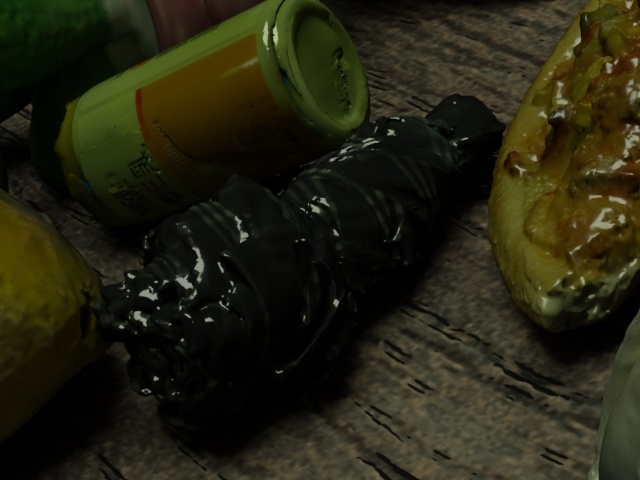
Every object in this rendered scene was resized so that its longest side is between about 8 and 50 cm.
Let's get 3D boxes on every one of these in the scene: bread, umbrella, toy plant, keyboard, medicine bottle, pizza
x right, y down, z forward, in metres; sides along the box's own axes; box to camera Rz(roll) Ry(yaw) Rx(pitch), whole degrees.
[{"bbox_3d":[-0.237,0.046,1.122,0.170,0.197,0.197,-51,37,-1],"label":"bread"},{"bbox_3d":[-0.011,-0.002,1.160,0.154,0.128,0.336,19,41,24],"label":"umbrella"},{"bbox_3d":[-0.195,-0.184,1.460,0.356,0.211,0.317,-37,9,-25],"label":"toy plant"},{"bbox_3d":[0.041,-0.043,1.282,0.195,0.018,0.060,-8,37,18],"label":"keyboard"},{"bbox_3d":[-0.088,-0.088,1.278,0.239,0.124,0.124,-22,27,33],"label":"medicine bottle"},{"bbox_3d":[0.180,-0.066,1.153,0.268,0.087,0.258,-52,16,-6],"label":"pizza"}]

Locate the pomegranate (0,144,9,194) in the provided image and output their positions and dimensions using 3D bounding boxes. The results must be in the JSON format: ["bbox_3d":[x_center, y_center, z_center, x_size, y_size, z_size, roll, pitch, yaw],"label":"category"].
[{"bbox_3d":[-0.296,-0.036,1.284,0.240,0.190,0.159,11,40,39],"label":"pomegranate"}]

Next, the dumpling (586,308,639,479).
[{"bbox_3d":[0.202,0.128,0.833,0.227,0.175,0.243,-40,8,23],"label":"dumpling"}]
